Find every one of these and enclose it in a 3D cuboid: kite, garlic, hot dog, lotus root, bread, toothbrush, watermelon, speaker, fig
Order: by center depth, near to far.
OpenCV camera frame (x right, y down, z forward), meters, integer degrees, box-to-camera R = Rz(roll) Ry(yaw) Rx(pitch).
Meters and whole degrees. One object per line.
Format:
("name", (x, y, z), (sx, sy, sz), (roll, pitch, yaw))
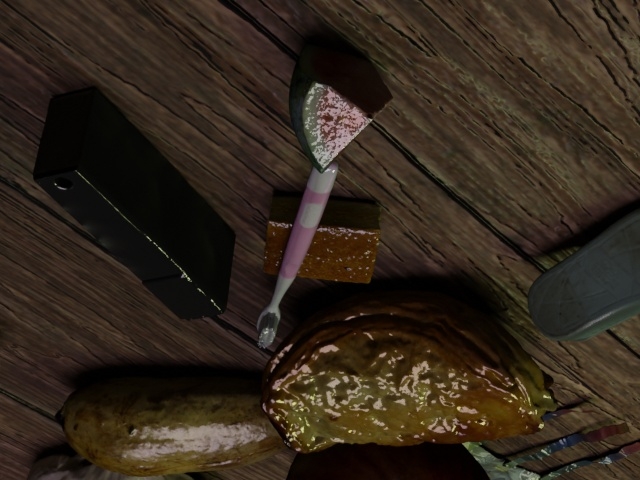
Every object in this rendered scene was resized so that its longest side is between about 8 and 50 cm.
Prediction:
("watermelon", (0.012, -0.087, 1.058), (0.072, 0.084, 0.092), (7, 129, 15))
("speaker", (-0.142, -0.023, 1.189), (0.044, 0.082, 0.218), (-11, 145, 25))
("toothbrush", (-0.023, 0.016, 1.219), (0.020, 0.025, 0.286), (9, 148, -7))
("bread", (0.000, 0.000, 1.247), (0.094, 0.035, 0.090), (6, 148, -1))
("hot dog", (0.082, 0.119, 1.357), (0.259, 0.114, 0.175), (-7, 141, 17))
("lotus root", (-0.142, 0.186, 1.515), (0.259, 0.097, 0.110), (-4, 144, 8))
("fig", (0.062, 0.285, 1.519), (0.235, 0.235, 0.214), (21, 156, -23))
("kite", (0.192, 0.247, 1.626), (0.360, 0.022, 0.204), (-23, 135, 38))
("garlic", (-0.234, 0.323, 1.706), (0.229, 0.142, 0.178), (10, 150, 10))

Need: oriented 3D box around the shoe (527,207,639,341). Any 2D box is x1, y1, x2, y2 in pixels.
("shoe", (0.259, 0.022, 1.225), (0.195, 0.079, 0.078), (-33, 167, 34))
